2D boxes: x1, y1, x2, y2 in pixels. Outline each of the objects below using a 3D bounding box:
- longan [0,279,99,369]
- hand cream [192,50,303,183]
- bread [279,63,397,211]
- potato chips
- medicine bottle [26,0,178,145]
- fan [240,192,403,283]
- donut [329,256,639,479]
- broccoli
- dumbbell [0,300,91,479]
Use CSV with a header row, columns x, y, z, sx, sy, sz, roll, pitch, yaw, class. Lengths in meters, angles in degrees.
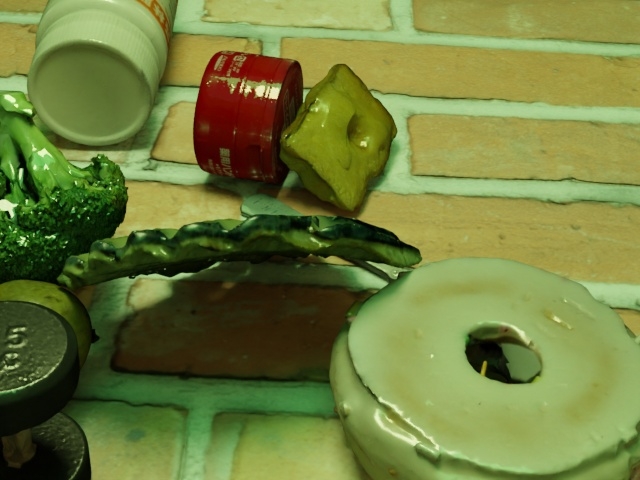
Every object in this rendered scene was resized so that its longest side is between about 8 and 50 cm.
x,y,z,sx,sy,sz,roll,pitch,yaw,class
-0.335,0.116,1.314,0.176,0.145,0.154,-5,15,-41,longan
-0.104,-0.183,1.656,0.125,0.193,0.193,10,40,12,hand cream
0.024,-0.152,1.673,0.088,0.161,0.233,-16,29,43,bread
-0.092,0.017,1.346,0.358,0.070,0.429,-8,-4,36,potato chips
-0.347,-0.335,1.812,0.211,0.211,0.371,1,39,-2,medicine bottle
0.000,0.000,1.572,0.282,0.023,0.057,29,45,30,fan
0.196,0.176,1.269,0.382,0.142,0.383,1,40,-1,donut
-0.383,-0.054,1.410,0.307,0.275,0.308,-1,14,0,broccoli
-0.325,0.187,1.174,0.152,0.218,0.152,2,39,-2,dumbbell
